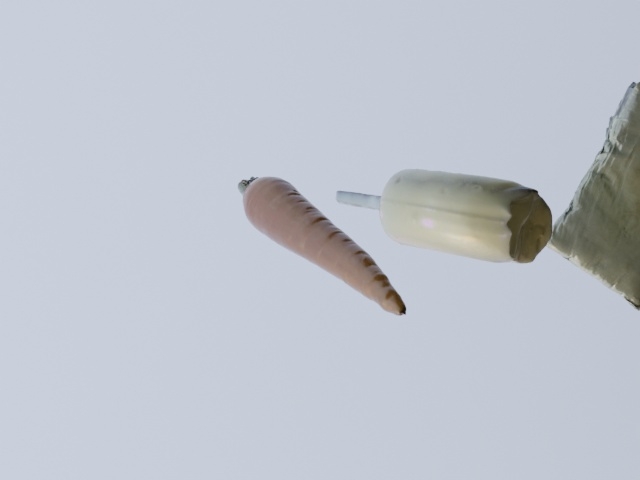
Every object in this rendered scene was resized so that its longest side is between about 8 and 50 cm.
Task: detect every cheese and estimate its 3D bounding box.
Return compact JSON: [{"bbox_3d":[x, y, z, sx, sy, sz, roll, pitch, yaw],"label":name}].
[{"bbox_3d":[0.091,-0.028,1.674,0.163,0.249,0.070,8,-88,-56],"label":"cheese"}]

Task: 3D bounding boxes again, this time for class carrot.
[{"bbox_3d":[0.000,0.000,2.193,0.069,0.336,0.069,-20,-54,-30],"label":"carrot"}]

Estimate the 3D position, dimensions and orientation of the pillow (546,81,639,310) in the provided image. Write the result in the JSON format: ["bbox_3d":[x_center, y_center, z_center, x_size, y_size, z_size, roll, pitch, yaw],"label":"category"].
[{"bbox_3d":[0.367,-0.053,2.211,0.148,0.050,0.229,32,-97,-9],"label":"pillow"}]
